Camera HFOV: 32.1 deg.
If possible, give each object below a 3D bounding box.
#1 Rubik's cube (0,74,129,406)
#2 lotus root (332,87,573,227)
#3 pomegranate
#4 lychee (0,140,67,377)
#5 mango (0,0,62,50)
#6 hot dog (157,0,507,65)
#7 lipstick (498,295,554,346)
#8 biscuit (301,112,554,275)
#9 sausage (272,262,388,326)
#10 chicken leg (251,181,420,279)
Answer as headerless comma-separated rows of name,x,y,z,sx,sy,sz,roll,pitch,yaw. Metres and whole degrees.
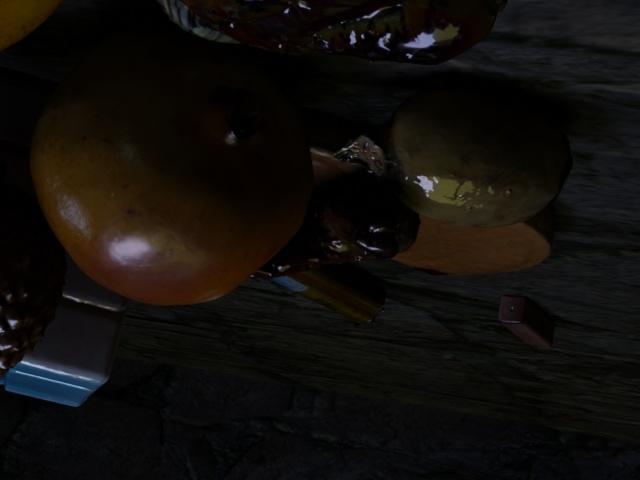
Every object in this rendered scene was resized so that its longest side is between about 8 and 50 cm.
Rubik's cube,-0.382,0.002,1.325,0.316,0.318,0.322,17,163,-14
lotus root,0.124,-0.076,1.024,0.221,0.125,0.118,9,-169,-6
pomegranate,-0.133,-0.072,1.028,0.264,0.264,0.264,11,165,3
lychee,-0.334,0.020,1.060,0.200,0.238,0.200,8,-173,-1
mango,-0.277,-0.214,0.790,0.290,0.159,0.191,-8,150,30
hot dog,-0.001,-0.182,0.813,0.271,0.081,0.163,3,161,34
lipstick,0.327,0.129,1.759,0.045,0.045,0.145,0,161,30
biscuit,0.056,-0.045,1.312,0.456,0.078,0.350,15,161,-11
sausage,-0.032,0.043,1.668,0.082,0.082,0.372,0,160,39
chicken leg,0.011,-0.004,1.144,0.177,0.083,0.323,-22,-175,-40
